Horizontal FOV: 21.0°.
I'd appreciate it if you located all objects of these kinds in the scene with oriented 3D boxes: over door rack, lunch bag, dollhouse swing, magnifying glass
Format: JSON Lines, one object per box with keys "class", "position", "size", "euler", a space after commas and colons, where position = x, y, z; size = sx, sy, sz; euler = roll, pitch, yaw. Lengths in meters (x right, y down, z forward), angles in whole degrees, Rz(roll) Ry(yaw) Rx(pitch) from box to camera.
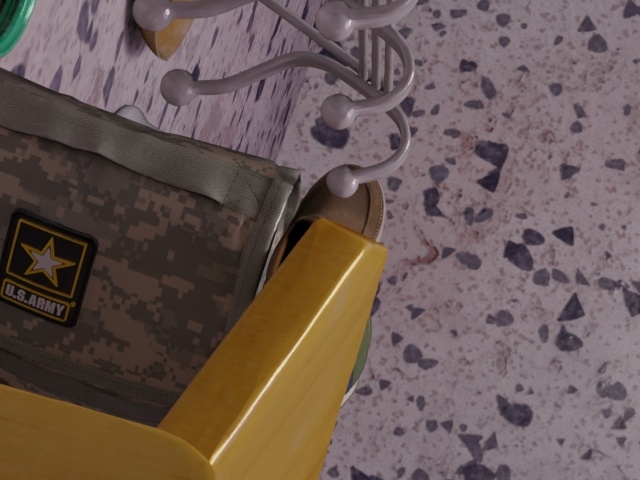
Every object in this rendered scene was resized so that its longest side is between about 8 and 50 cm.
{"class": "over door rack", "position": [-0.080, -0.176, 0.899], "size": [0.108, 0.324, 0.239], "euler": [-38, 167, -10]}
{"class": "lunch bag", "position": [-0.143, 0.010, 1.070], "size": [0.287, 0.235, 0.169], "euler": [101, 11, -64]}
{"class": "dollhouse swing", "position": [-0.168, 0.132, 0.795], "size": [0.347, 0.315, 0.305], "euler": [104, 3, -49]}
{"class": "magnifying glass", "position": [-0.200, -0.167, 1.028], "size": [0.231, 0.026, 0.092], "euler": [67, 42, -83]}

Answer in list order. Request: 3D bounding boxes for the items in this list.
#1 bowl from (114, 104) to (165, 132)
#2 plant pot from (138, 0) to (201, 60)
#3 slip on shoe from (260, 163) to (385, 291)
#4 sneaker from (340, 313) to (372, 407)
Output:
{"class": "bowl", "position": [-0.165, 0.029, 1.648], "size": [0.298, 0.134, 0.297], "euler": [17, 90, -86]}
{"class": "plant pot", "position": [-0.121, -0.280, 1.568], "size": [0.236, 0.032, 0.236], "euler": [19, 90, -86]}
{"class": "slip on shoe", "position": [0.000, 0.000, 0.970], "size": [0.041, 0.051, 0.135], "euler": [86, 27, -47]}
{"class": "sneaker", "position": [-0.002, 0.062, 1.032], "size": [0.086, 0.064, 0.192], "euler": [-65, 174, 36]}
